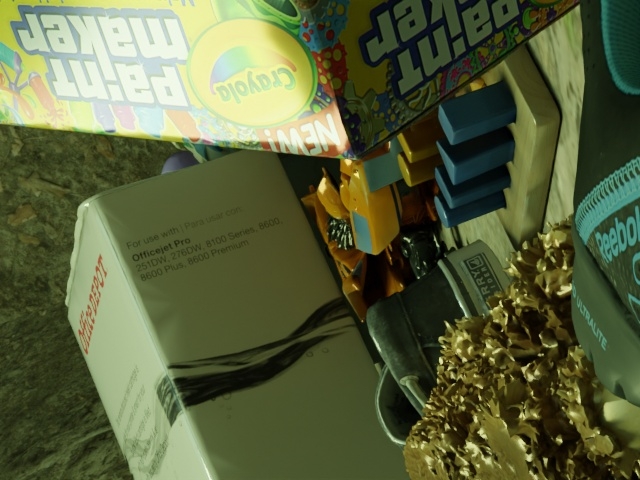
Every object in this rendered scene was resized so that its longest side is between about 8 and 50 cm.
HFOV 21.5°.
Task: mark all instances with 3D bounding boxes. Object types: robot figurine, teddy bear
[{"bbox_3d":[0.030,-0.055,1.222,0.291,0.085,0.211,78,171,-51],"label":"robot figurine"},{"bbox_3d":[0.144,0.107,0.800,0.245,0.113,0.338,60,164,16],"label":"teddy bear"}]

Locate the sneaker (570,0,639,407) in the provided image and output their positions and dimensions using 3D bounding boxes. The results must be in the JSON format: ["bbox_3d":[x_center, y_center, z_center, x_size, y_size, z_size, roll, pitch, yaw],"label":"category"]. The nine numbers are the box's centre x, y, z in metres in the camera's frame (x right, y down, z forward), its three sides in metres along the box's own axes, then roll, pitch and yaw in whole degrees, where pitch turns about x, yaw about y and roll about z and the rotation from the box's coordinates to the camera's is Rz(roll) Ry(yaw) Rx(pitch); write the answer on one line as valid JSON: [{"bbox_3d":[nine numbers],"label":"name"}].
[{"bbox_3d":[0.137,0.016,0.401,0.341,0.125,0.139,-128,23,-62],"label":"sneaker"}]

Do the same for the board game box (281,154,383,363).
[{"bbox_3d":[0.000,0.000,1.599,0.303,0.097,0.224,-177,66,-82],"label":"board game box"}]

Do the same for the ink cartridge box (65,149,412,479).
[{"bbox_3d":[-0.058,0.161,1.372,0.395,0.166,0.285,65,160,15],"label":"ink cartridge box"}]

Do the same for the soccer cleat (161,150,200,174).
[{"bbox_3d":[-0.091,-0.005,1.644,0.095,0.083,0.248,111,145,-48],"label":"soccer cleat"}]

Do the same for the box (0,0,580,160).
[{"bbox_3d":[-0.069,-0.201,0.664,0.290,0.177,0.279,8,125,45],"label":"box"}]

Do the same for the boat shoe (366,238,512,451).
[{"bbox_3d":[0.086,0.099,1.086,0.301,0.102,0.108,66,180,-67],"label":"boat shoe"}]

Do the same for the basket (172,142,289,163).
[{"bbox_3d":[-0.109,-0.209,1.371,0.289,0.201,0.255,57,171,18],"label":"basket"}]

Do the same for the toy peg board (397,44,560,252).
[{"bbox_3d":[0.058,-0.083,0.934,0.161,0.079,0.160,83,166,-65],"label":"toy peg board"}]
